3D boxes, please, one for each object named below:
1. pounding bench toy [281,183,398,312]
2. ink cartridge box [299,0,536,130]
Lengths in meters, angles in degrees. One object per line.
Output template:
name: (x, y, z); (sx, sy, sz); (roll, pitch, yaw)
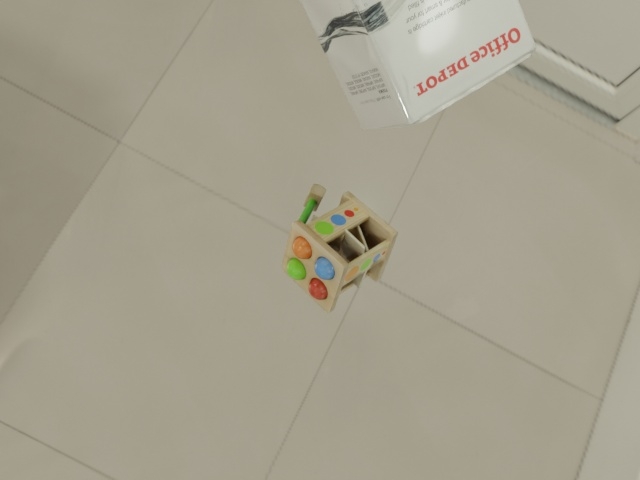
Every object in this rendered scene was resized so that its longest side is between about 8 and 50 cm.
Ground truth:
pounding bench toy: (0.000, 0.000, 0.543); (0.065, 0.052, 0.083); (-30, 60, -36)
ink cartridge box: (0.076, -0.245, 0.700); (0.172, 0.100, 0.237); (-33, 106, -20)
